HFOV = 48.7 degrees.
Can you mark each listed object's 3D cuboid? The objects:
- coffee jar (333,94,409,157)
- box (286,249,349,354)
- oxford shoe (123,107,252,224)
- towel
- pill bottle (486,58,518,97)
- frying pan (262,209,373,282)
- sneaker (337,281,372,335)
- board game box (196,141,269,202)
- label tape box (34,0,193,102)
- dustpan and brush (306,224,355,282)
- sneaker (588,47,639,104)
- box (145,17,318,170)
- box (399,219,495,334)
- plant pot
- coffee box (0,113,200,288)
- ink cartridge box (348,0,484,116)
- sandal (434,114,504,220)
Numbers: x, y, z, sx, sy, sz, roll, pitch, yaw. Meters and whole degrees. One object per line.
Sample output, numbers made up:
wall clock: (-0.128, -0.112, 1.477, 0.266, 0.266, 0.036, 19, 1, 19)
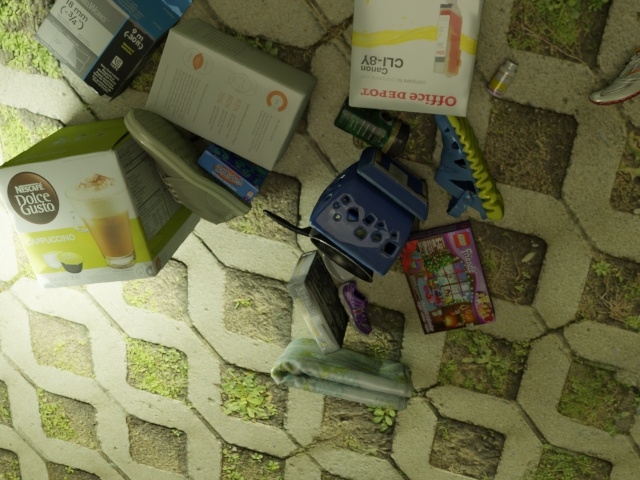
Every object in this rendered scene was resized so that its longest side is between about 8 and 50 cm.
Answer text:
coffee jar: (0.129, -0.278, 1.731, 0.184, 0.096, 0.079, 28, 121, -2)
box: (-0.001, 0.167, 1.933, 0.056, 0.183, 0.231, -20, 111, 20)
oxford shoe: (-0.337, -0.162, 1.752, 0.130, 0.169, 0.449, -32, 144, 12)
towel: (0.070, 0.359, 1.941, 0.374, 0.320, 0.090, 11, 91, 5)
pill bottle: (0.425, -0.378, 1.647, 0.043, 0.043, 0.083, 28, 118, -3)
frying pan: (0.012, 0.013, 1.848, 0.326, 0.197, 0.053, 31, 80, 31)
sneaker: (0.109, 0.193, 1.991, 0.071, 0.068, 0.170, -22, 110, 15)
board game box: (-0.208, -0.196, 1.775, 0.160, 0.210, 0.047, 37, 113, -11)
label tape box: (-0.505, -0.544, 1.726, 0.240, 0.106, 0.333, 42, 117, -11)
dustpan and brush: (0.043, 0.022, 1.920, 0.211, 0.060, 0.147, 43, 117, -11)
sneaker: (0.706, -0.374, 1.579, 0.225, 0.088, 0.093, -28, 87, 23)
box: (-0.213, -0.358, 1.722, 0.345, 0.168, 0.215, 27, 118, -1)
box: (0.338, 0.103, 1.900, 0.200, 0.057, 0.294, -14, 113, 17)
plant pot: (0.136, -0.089, 1.753, 0.236, 0.236, 0.212, 37, 112, -7)
coffee box: (-0.554, -0.113, 1.820, 0.337, 0.338, 0.335, -7, 114, 15)
ink cartridge box: (0.217, -0.486, 1.570, 0.279, 0.160, 0.385, 7, 118, 8)
sandal: (0.338, -0.171, 1.730, 0.138, 0.126, 0.318, -17, 110, 24)
